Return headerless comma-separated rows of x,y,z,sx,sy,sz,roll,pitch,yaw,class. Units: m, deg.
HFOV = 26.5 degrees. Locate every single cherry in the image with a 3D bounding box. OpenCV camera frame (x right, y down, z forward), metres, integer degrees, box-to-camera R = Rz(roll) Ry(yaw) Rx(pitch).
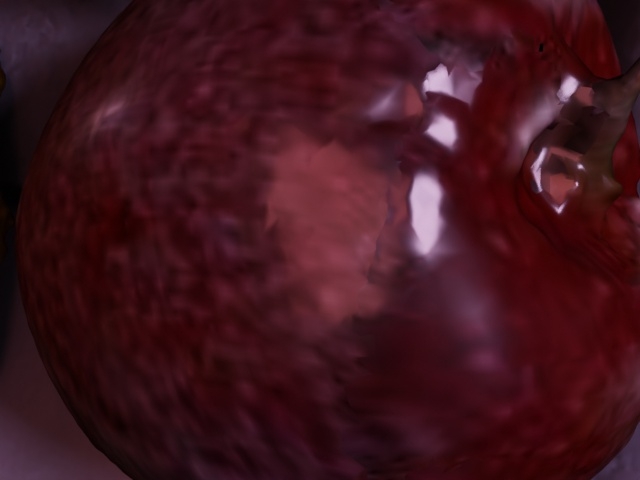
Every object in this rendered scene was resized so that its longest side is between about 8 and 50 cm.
0.000,0.000,0.502,0.300,0.203,0.230,-14,96,42,cherry

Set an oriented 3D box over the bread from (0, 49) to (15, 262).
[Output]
-0.272,-0.022,0.508,0.250,0.394,0.361,-10,85,3,bread
